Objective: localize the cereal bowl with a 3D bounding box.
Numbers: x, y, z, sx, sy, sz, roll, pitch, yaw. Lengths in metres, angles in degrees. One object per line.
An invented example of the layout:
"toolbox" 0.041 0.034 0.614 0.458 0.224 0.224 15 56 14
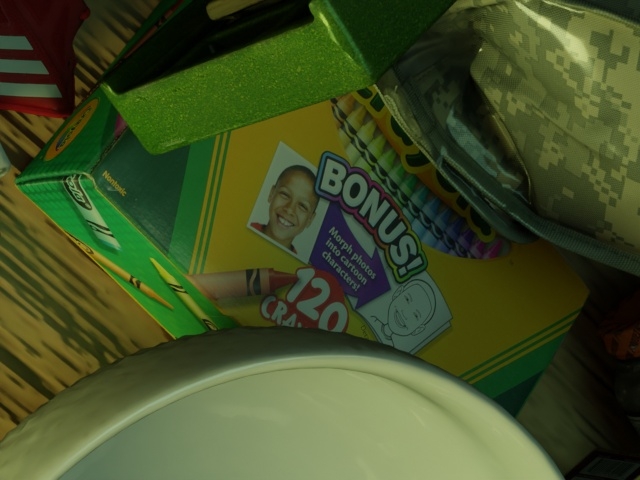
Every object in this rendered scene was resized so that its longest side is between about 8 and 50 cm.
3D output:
"cereal bowl" -0.044 0.195 0.870 0.339 0.141 0.338 -6 105 -22

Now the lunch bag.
"lunch bag" 0.177 -0.103 0.974 0.235 0.287 0.169 -62 169 -50

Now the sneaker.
"sneaker" -0.128 -0.140 0.895 0.221 0.087 0.128 -40 139 -39

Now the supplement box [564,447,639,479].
"supplement box" 0.185 0.170 1.111 0.043 0.055 0.083 -35 109 -29

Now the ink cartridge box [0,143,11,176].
"ink cartridge box" -0.202 -0.135 0.724 0.060 0.239 0.275 -32 108 -25

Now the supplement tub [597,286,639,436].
"supplement tub" 0.252 0.107 1.110 0.117 0.117 0.190 -37 97 -30

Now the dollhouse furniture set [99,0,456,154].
"dollhouse furniture set" -0.002 -0.208 0.830 0.197 0.151 0.301 56 50 -16

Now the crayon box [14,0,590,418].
"crayon box" 0.000 0.000 0.964 0.278 0.081 0.165 46 64 -26
